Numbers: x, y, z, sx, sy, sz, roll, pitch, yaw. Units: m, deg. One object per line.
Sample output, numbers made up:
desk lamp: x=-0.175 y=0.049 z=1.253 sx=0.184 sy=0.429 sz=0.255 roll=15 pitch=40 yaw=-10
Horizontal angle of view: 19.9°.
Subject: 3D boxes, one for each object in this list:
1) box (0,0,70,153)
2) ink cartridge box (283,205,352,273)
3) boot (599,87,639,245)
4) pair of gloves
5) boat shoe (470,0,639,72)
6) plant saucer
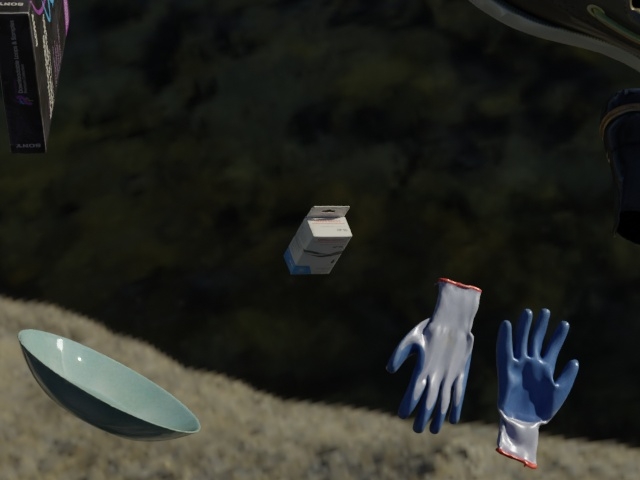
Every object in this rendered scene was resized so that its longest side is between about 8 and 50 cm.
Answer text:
box: x=-0.195 y=-0.153 z=1.239 sx=0.029 sy=0.116 sz=0.162 roll=0 pitch=42 yaw=1
ink cartridge box: x=0.000 y=0.000 z=1.926 sx=0.048 sy=0.083 sz=0.028 roll=-1 pitch=52 yaw=-29
boot: x=0.314 y=-0.036 z=1.420 sx=0.198 sy=0.077 sz=0.137 roll=8 pitch=48 yaw=-1
pair of gloves: x=0.159 y=0.126 z=1.767 sx=0.023 sy=0.198 sz=0.159 roll=-22 pitch=49 yaw=64
boat shoe: x=0.183 y=-0.153 z=1.036 sx=0.305 sy=0.091 sz=0.109 roll=32 pitch=61 yaw=3
plant saucer: x=-0.206 y=0.146 z=1.722 sx=0.195 sy=0.195 sz=0.037 roll=33 pitch=97 yaw=42
